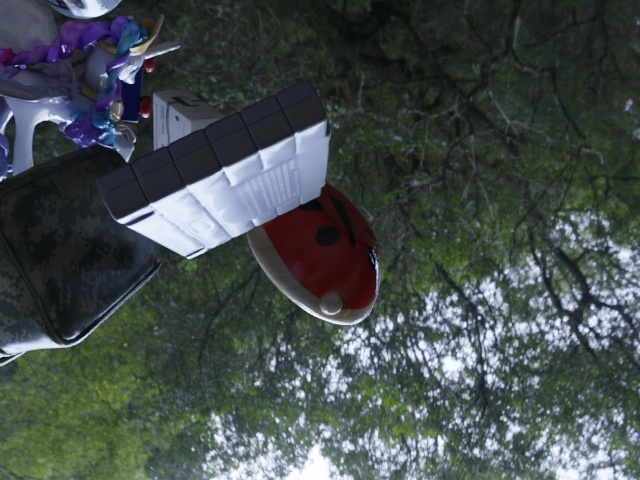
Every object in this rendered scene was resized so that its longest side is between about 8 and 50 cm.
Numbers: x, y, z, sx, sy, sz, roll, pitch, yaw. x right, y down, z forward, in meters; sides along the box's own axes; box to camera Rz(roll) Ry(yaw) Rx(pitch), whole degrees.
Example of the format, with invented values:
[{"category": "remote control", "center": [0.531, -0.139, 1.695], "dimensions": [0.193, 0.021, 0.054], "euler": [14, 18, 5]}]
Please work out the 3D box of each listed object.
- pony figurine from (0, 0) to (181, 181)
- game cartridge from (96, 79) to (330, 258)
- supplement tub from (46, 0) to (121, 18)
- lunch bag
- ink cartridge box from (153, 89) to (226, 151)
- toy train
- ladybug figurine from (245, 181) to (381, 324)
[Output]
[{"category": "pony figurine", "center": [-0.427, -0.227, 0.944], "dimensions": [0.351, 0.363, 0.303], "euler": [10, -137, -29]}, {"category": "game cartridge", "center": [-0.100, -0.067, 0.742], "dimensions": [0.230, 0.355, 0.068], "euler": [-30, -96, -5]}, {"category": "supplement tub", "center": [-0.288, -0.337, 0.675], "dimensions": [0.117, 0.190, 0.117], "euler": [0, -98, 1]}, {"category": "lunch bag", "center": [-0.395, 0.018, 0.826], "dimensions": [0.256, 0.213, 0.305], "euler": [-11, -161, 16]}, {"category": "ink cartridge box", "center": [-0.298, -0.234, 1.405], "dimensions": [0.092, 0.159, 0.218], "euler": [-11, -148, -31]}, {"category": "toy train", "center": [-0.385, -0.279, 1.232], "dimensions": [0.105, 0.248, 0.143], "euler": [6, -156, -13]}, {"category": "ladybug figurine", "center": [0.000, 0.000, 1.288], "dimensions": [0.305, 0.162, 0.449], "euler": [26, -159, -25]}]
